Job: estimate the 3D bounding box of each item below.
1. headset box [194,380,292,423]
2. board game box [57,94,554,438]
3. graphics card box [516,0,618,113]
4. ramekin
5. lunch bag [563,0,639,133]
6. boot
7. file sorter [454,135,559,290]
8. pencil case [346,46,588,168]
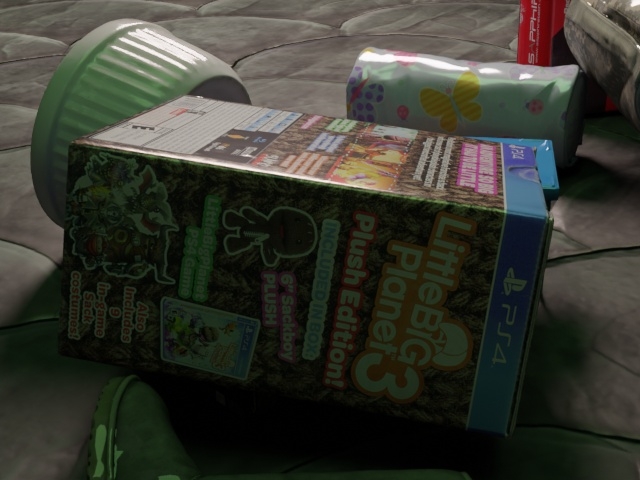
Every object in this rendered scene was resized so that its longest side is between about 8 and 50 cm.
[{"bbox_3d":[-0.040,0.089,0.710,0.083,0.032,0.062,-24,33,-37],"label":"headset box"},{"bbox_3d":[0.000,0.000,0.698,0.290,0.141,0.232,10,17,7],"label":"board game box"},{"bbox_3d":[0.440,-0.292,1.283,0.370,0.233,0.094,-7,21,-14],"label":"graphics card box"},{"bbox_3d":[-0.150,-0.086,0.901,0.109,0.207,0.207,22,32,24],"label":"ramekin"},{"bbox_3d":[0.397,-0.177,1.003,0.255,0.213,0.305,12,25,-9],"label":"lunch bag"},{"bbox_3d":[-0.021,0.140,0.551,0.208,0.076,0.190,-9,39,-1],"label":"boot"},{"bbox_3d":[0.113,-0.024,0.865,0.170,0.105,0.118,3,25,9],"label":"file sorter"},{"bbox_3d":[0.165,-0.153,1.135,0.273,0.114,0.124,10,7,20],"label":"pencil case"}]
